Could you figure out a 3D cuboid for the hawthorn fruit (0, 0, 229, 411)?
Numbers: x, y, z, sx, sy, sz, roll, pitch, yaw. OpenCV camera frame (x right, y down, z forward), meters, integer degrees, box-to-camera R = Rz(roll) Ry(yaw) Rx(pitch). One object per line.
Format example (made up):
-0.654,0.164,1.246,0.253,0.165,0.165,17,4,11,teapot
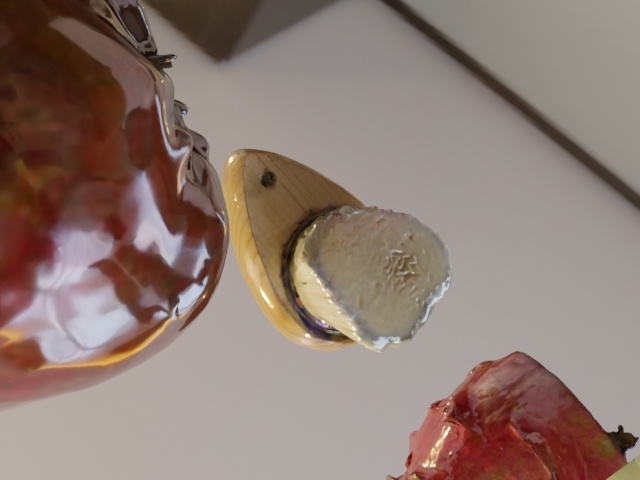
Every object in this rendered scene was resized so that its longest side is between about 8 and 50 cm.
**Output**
-0.167,-0.015,0.541,0.248,0.208,0.208,-25,-118,-12,hawthorn fruit

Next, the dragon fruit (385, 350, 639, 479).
0.217,0.329,1.485,0.249,0.371,0.386,-27,-117,-12,dragon fruit

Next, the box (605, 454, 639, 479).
0.324,0.213,1.148,0.129,0.225,0.086,-25,-108,-9,box

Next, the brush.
0.000,0.000,1.459,0.174,0.166,0.266,-45,-80,-23,brush
